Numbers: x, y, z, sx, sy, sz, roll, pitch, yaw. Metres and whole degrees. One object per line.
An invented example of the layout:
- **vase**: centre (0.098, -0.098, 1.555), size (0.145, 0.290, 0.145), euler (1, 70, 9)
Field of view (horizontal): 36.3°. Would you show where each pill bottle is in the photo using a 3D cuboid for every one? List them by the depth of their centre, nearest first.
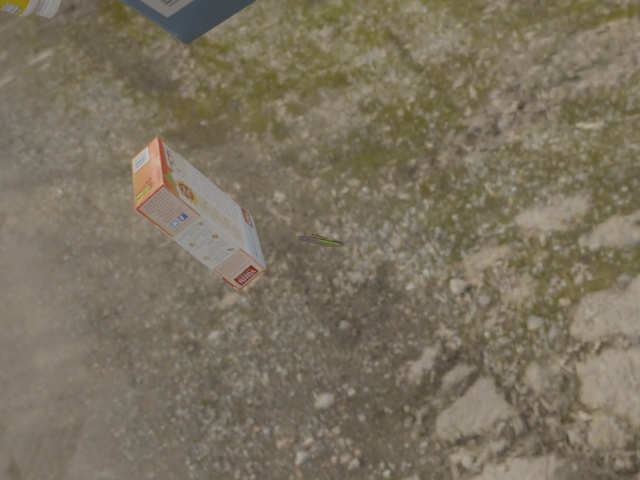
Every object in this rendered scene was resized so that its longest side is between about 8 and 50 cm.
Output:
- **pill bottle**: centre (-0.378, -0.311, 1.186), size (0.065, 0.116, 0.065), euler (-19, 66, 48)

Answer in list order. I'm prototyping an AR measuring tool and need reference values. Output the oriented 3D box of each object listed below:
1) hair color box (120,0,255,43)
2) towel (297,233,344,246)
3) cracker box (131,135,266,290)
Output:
- **hair color box**: centre (-0.172, -0.389, 0.898), size (0.114, 0.185, 0.374), euler (-26, 62, 25)
- **towel**: centre (0.000, 0.000, 1.511), size (0.083, 0.060, 0.009), euler (173, 109, -76)
- **cracker box**: centre (-0.195, -0.042, 1.552), size (0.067, 0.232, 0.155), euler (-40, 33, 14)
